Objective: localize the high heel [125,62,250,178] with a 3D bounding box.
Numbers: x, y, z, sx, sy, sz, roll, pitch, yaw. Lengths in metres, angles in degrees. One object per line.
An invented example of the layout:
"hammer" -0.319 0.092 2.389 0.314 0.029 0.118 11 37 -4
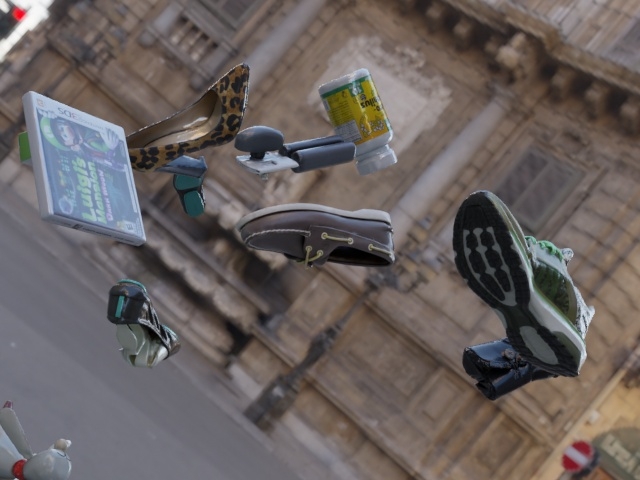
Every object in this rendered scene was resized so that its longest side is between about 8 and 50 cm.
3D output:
"high heel" -0.242 -0.218 1.671 0.186 0.261 0.093 7 39 -39

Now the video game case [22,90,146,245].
"video game case" -0.319 -0.095 1.283 0.173 0.022 0.190 19 50 -54

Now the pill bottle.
"pill bottle" 0.085 -0.248 2.000 0.117 0.117 0.208 -164 -129 -78

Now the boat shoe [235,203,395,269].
"boat shoe" 0.000 0.000 1.724 0.324 0.097 0.116 2 -23 -35

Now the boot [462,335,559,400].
"boot" 0.403 0.216 2.074 0.094 0.207 0.247 110 -37 -57

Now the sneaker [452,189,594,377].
"sneaker" 0.382 0.053 1.727 0.158 0.182 0.410 -1 -50 48

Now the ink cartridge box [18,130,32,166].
"ink cartridge box" -0.469 -0.194 1.836 0.109 0.209 0.062 22 57 -63

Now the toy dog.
"toy dog" -0.601 0.407 1.911 0.333 0.161 0.220 9 -28 22

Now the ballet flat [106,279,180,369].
"ballet flat" -0.332 0.174 1.723 0.095 0.096 0.280 3 -30 13

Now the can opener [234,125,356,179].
"can opener" -0.043 -0.173 1.824 0.280 0.093 0.074 -10 34 -43

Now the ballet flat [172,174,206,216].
"ballet flat" -0.294 -0.131 2.091 0.074 0.074 0.203 39 -25 21
